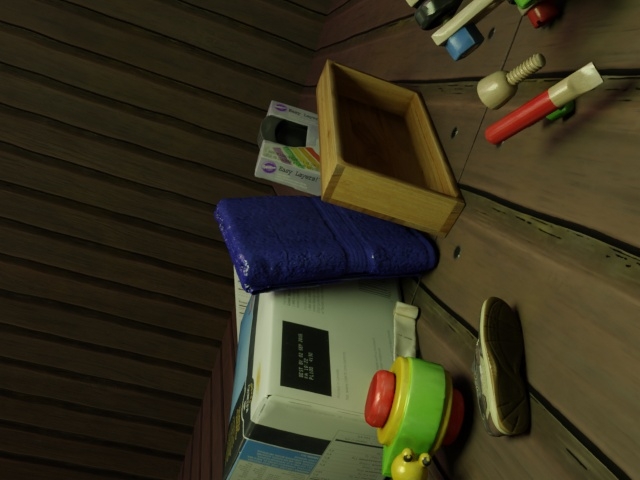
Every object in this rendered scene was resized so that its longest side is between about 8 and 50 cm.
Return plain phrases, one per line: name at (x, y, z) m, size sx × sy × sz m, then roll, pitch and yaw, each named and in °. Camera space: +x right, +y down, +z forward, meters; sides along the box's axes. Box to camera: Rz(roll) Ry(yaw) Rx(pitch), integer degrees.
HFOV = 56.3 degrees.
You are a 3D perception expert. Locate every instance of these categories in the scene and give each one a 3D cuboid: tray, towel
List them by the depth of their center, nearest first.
towel at (0.000, 0.000, 0.952) m, size 0.227 × 0.308 × 0.076 m, roll -123°, pitch 36°, yaw -55°
tray at (0.100, -0.176, 1.034) m, size 0.411 × 0.203 × 0.076 m, roll -93°, pitch 23°, yaw -54°

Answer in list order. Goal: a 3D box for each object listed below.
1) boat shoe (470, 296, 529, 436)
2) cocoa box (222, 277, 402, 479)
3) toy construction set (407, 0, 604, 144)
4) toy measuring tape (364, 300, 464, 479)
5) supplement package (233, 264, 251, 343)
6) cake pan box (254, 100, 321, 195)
boat shoe at (0.186, 0.135, 0.646) m, size 0.049 × 0.056 × 0.152 m, roll -47°, pitch 29°, yaw 51°
cocoa box at (-0.007, 0.201, 0.956) m, size 0.347 × 0.232 × 0.228 m, roll -92°, pitch 22°, yaw -53°
toy construction set at (0.247, -0.289, 0.636) m, size 0.237 × 0.258 × 0.308 m, roll -30°, pitch 65°, yaw 53°
toy measuring tape at (0.122, 0.164, 0.775) m, size 0.330 × 0.121 × 0.121 m, roll -76°, pitch 10°, yaw -54°
supplement package at (-0.113, 0.136, 1.423) m, size 0.139 × 0.134 × 0.244 m, roll -43°, pitch -42°, yaw -61°
cake pan box at (-0.022, -0.214, 1.433) m, size 0.245 × 0.267 × 0.070 m, roll -85°, pitch 15°, yaw -48°
